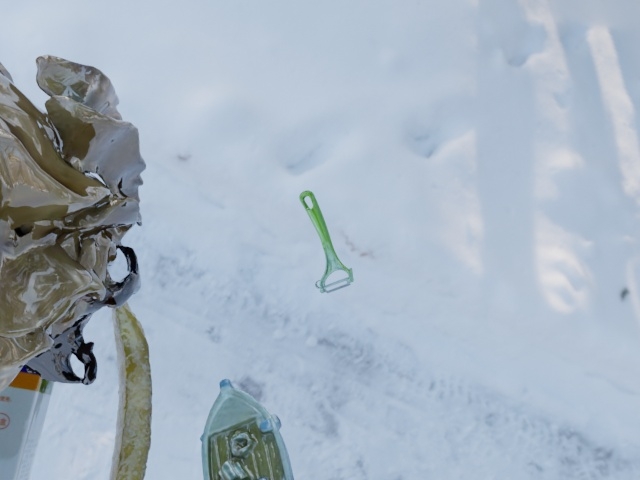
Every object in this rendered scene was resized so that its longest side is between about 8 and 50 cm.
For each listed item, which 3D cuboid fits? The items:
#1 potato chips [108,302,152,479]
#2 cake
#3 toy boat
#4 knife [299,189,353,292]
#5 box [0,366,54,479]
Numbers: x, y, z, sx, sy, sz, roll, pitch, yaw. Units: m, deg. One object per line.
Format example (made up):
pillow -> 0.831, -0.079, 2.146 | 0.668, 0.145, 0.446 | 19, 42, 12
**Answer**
potato chips -> -0.299, 0.276, 1.139 | 0.080, 0.057, 0.407 | 5, 78, -15
cake -> -0.260, 0.018, 0.494 | 0.321, 0.332, 0.332 | 6, 57, -37
toy boat -> -0.055, 0.182, 0.559 | 0.069, 0.059, 0.173 | -21, 46, 3
knife -> 0.002, 0.000, 1.188 | 0.022, 0.078, 0.166 | -9, 79, -57
box -> -0.430, 0.216, 0.854 | 0.200, 0.106, 0.300 | 12, 75, -8
